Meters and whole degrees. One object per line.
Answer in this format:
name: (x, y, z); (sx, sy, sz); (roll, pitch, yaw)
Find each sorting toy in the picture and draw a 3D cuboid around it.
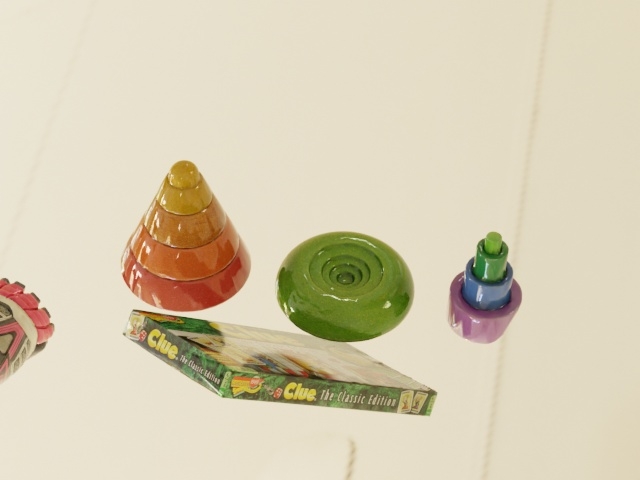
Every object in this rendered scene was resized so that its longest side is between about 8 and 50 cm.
sorting toy: (0.000, 0.000, 1.369); (0.365, 0.126, 0.127); (10, -135, 7)

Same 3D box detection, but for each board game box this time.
board game box: (-0.030, 0.107, 1.329); (0.136, 0.259, 0.030); (23, -83, 42)

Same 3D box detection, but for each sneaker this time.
sneaker: (-0.419, 0.131, 1.631); (0.299, 0.121, 0.112); (-28, -165, 34)
